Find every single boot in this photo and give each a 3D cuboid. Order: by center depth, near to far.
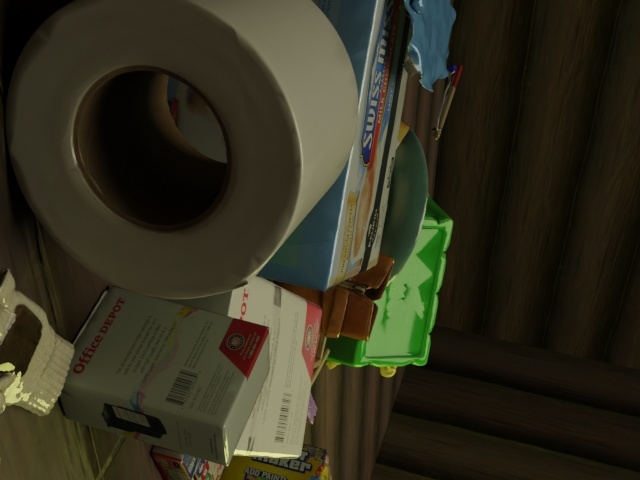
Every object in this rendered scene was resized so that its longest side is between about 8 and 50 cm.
[{"bbox_3d":[0.000,0.000,1.359,0.109,0.220,0.283,65,39,-69],"label":"boot"}]

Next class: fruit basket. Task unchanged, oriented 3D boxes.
[{"bbox_3d":[0.086,0.053,1.869,0.392,0.283,0.392,-9,-101,60],"label":"fruit basket"}]

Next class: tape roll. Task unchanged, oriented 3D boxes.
[{"bbox_3d":[-0.105,-0.096,0.773,0.169,0.246,0.246,-54,153,-62],"label":"tape roll"}]

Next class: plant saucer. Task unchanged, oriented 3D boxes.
[{"bbox_3d":[0.058,-0.058,1.567,0.044,0.318,0.317,12,89,-33],"label":"plant saucer"}]

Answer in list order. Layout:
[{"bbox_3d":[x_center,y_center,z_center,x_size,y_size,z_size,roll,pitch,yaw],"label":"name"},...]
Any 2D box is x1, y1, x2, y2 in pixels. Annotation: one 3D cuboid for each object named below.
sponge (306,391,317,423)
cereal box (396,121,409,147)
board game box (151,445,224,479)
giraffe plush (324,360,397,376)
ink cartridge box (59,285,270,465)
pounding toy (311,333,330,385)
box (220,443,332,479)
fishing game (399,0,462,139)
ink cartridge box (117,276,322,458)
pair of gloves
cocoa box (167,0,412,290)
[{"bbox_3d":[-0.074,0.233,1.482,0.210,0.117,0.031,75,31,-63],"label":"sponge"},{"bbox_3d":[0.018,-0.147,1.384,0.047,0.173,0.240,-49,-174,43],"label":"cereal box"},{"bbox_3d":[-0.165,0.270,1.286,0.193,0.045,0.146,83,22,-53],"label":"board game box"},{"bbox_3d":[0.101,0.215,2.098,0.181,0.171,0.210,77,28,-62],"label":"giraffe plush"},{"bbox_3d":[-0.152,0.130,0.931,0.072,0.175,0.127,92,16,-47],"label":"ink cartridge box"},{"bbox_3d":[-0.046,0.184,1.613,0.181,0.094,0.206,2,101,-77],"label":"pounding toy"},{"bbox_3d":[-0.099,0.488,1.474,0.290,0.177,0.279,83,22,-55],"label":"box"},{"bbox_3d":[0.108,-0.245,0.986,0.264,0.041,0.189,73,28,-42],"label":"fishing game"},{"bbox_3d":[-0.109,0.150,1.140,0.283,0.117,0.207,35,62,-65],"label":"ink cartridge box"},{"bbox_3d":[-0.269,0.159,0.750,0.204,0.042,0.240,78,28,-61],"label":"pair of gloves"},{"bbox_3d":[-0.042,-0.144,1.025,0.228,0.231,0.347,-19,119,-74],"label":"cocoa box"}]
